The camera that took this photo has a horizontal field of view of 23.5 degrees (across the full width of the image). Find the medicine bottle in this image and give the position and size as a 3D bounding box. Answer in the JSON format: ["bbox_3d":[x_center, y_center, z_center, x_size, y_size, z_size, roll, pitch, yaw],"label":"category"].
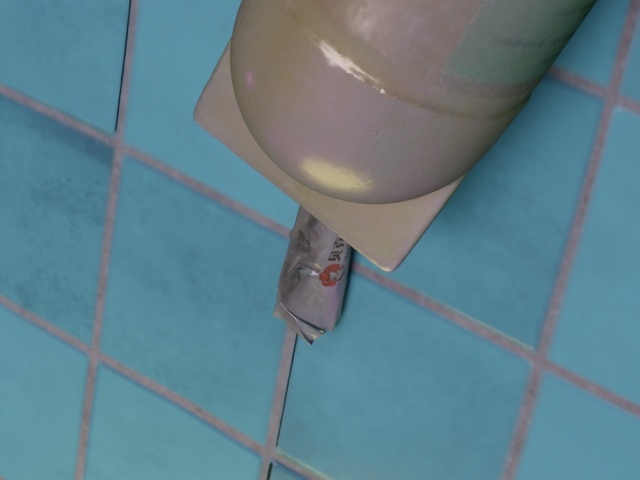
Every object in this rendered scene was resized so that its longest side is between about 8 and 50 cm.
[{"bbox_3d":[0.065,-0.175,1.187,0.236,0.236,0.406,44,128,15],"label":"medicine bottle"}]

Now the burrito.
[{"bbox_3d":[-0.001,0.000,1.426,0.064,0.064,0.203,27,124,26],"label":"burrito"}]
